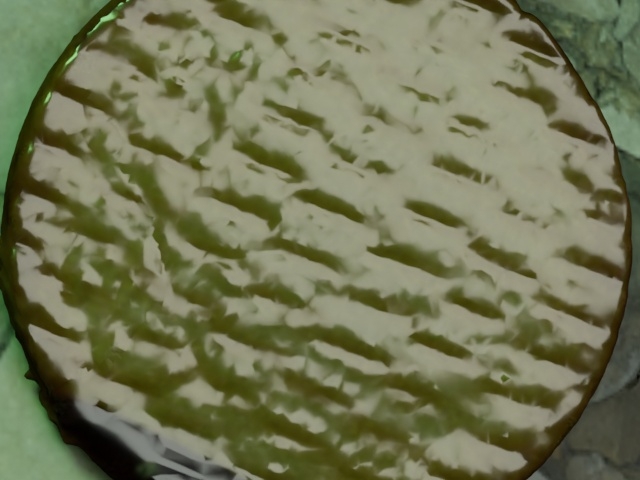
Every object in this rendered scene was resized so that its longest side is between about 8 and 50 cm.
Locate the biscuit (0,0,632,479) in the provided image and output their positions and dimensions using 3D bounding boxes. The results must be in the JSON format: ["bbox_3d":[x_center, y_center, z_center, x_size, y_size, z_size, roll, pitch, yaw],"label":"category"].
[{"bbox_3d":[0.000,0.000,0.993,0.318,0.040,0.317,0,90,-9],"label":"biscuit"}]
